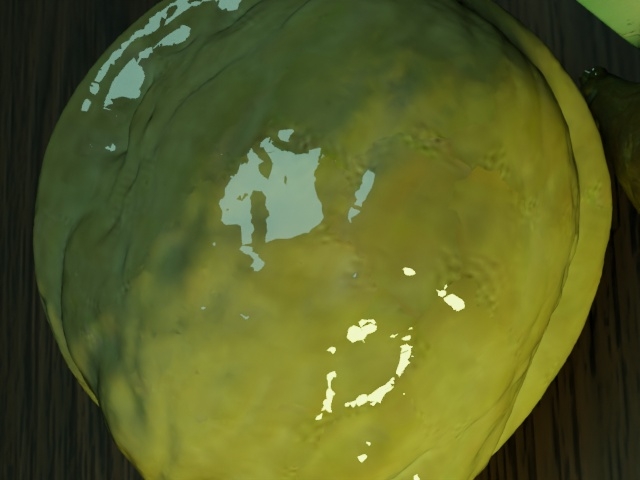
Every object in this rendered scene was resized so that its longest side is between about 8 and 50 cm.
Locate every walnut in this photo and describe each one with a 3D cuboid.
[{"bbox_3d":[0.000,0.000,1.168,0.381,0.381,0.381,-10,70,30],"label":"walnut"}]

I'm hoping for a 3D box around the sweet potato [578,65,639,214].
[{"bbox_3d":[0.298,-0.015,1.092,0.370,0.158,0.157,25,89,46],"label":"sweet potato"}]

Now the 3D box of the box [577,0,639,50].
[{"bbox_3d":[0.234,-0.187,1.123,0.153,0.245,0.092,-27,65,25],"label":"box"}]
